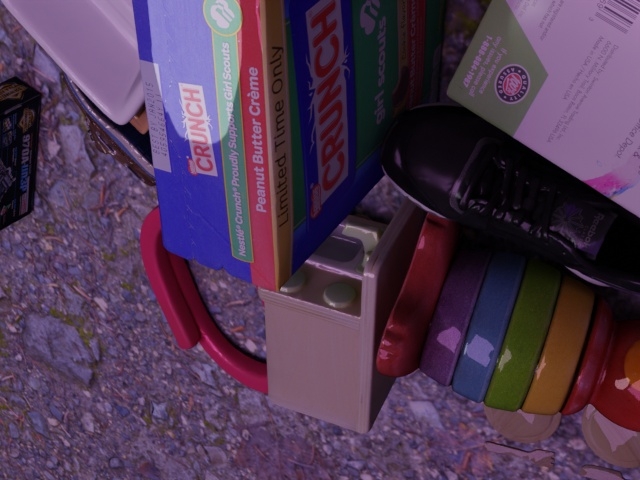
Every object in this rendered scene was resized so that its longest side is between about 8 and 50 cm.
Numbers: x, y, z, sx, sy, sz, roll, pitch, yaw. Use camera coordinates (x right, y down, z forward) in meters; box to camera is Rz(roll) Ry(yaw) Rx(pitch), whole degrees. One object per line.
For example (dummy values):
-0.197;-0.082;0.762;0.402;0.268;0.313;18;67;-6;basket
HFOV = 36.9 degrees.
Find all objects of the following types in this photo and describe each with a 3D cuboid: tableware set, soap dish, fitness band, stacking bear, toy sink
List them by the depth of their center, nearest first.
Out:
0.219;0.099;0.930;0.288;0.176;0.164;18;164;12;stacking bear
-0.185;-0.278;0.974;0.229;0.118;0.291;47;135;-2;soap dish
0.022;0.060;1.024;0.131;0.153;0.234;16;132;17;toy sink
0.273;0.184;1.029;0.194;0.039;0.128;10;110;23;tableware set
-0.118;0.069;1.213;0.209;0.054;0.291;1;122;37;fitness band

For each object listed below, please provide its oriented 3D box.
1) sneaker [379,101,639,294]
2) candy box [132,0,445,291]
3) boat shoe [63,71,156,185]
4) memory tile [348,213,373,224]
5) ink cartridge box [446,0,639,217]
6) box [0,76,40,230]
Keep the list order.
0.190;-0.037;0.809;0.283;0.124;0.107;23;96;-12;sneaker
-0.007;-0.161;0.787;0.122;0.317;0.268;19;130;24;candy box
-0.250;-0.136;1.157;0.183;0.066;0.066;50;136;-5;boat shoe
0.000;0.000;1.113;0.113;0.012;0.148;36;135;9;memory tile
0.303;-0.118;0.737;0.353;0.119;0.207;35;133;11;ink cartridge box
-0.455;-0.086;1.261;0.051;0.175;0.220;34;135;15;box
